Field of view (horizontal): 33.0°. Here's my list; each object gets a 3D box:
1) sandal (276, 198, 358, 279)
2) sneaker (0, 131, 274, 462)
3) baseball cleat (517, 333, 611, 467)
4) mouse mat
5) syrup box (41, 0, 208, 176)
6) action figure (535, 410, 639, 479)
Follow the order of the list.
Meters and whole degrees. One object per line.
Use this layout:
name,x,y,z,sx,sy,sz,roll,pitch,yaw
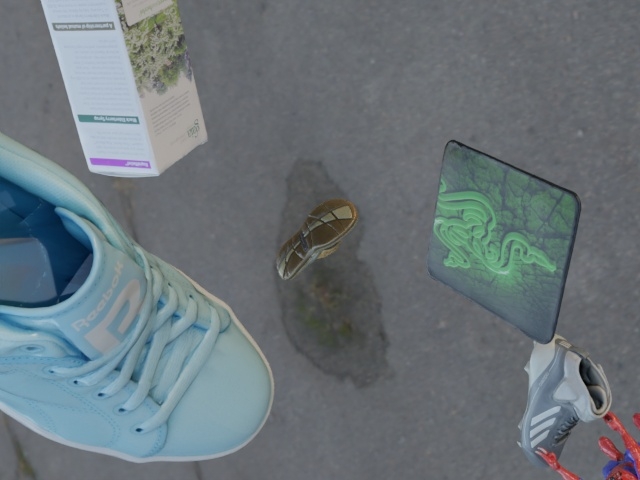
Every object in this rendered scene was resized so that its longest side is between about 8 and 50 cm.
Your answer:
sandal,0.000,0.000,1.634,0.180,0.049,0.072,-44,48,35
sneaker,-0.140,0.043,0.594,0.150,0.366,0.135,14,73,51
baseball cleat,0.294,0.212,1.310,0.109,0.072,0.206,27,138,42
mouse mat,0.171,-0.002,1.049,0.190,0.007,0.152,33,123,50
syrup box,-0.193,-0.187,1.052,0.096,0.093,0.237,6,121,29
action figure,0.356,0.262,1.355,0.091,0.280,0.139,-42,86,17
